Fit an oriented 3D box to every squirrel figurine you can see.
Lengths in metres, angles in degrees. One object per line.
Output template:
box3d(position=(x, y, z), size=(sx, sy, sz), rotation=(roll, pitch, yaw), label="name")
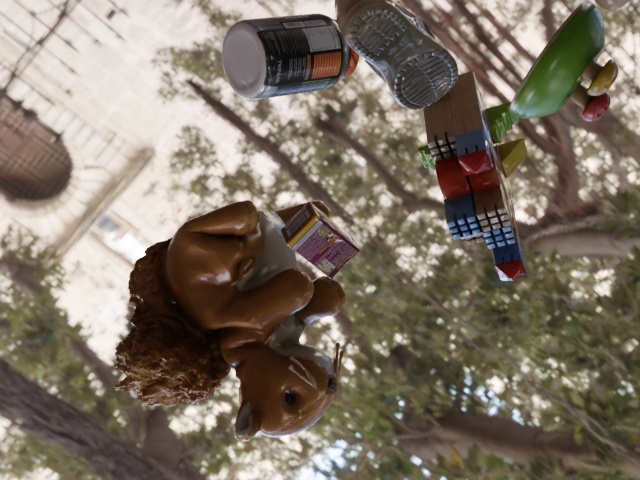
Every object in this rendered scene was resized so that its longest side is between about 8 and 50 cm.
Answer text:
box3d(position=(-0.144, 0.155, 1.550), size=(0.396, 0.371, 0.281), rotation=(-19, 174, 20), label="squirrel figurine")

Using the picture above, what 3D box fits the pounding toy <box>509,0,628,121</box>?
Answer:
box3d(position=(0.374, -0.246, 1.278), size=(0.237, 0.110, 0.183), rotation=(-57, 168, 21), label="pounding toy")

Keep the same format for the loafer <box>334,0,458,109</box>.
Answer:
box3d(position=(0.103, -0.265, 1.240), size=(0.102, 0.268, 0.092), rotation=(-33, -120, 14), label="loafer")

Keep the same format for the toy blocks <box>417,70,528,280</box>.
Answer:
box3d(position=(0.271, -0.097, 1.624), size=(0.190, 0.381, 0.261), rotation=(-14, -132, 16), label="toy blocks")

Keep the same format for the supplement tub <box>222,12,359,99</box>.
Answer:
box3d(position=(-0.041, -0.276, 1.380), size=(0.190, 0.117, 0.117), rotation=(-16, 179, -39), label="supplement tub")

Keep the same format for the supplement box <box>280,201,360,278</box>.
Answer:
box3d(position=(0.000, 0.000, 1.166), size=(0.055, 0.083, 0.043), rotation=(-44, -151, 10), label="supplement box")
